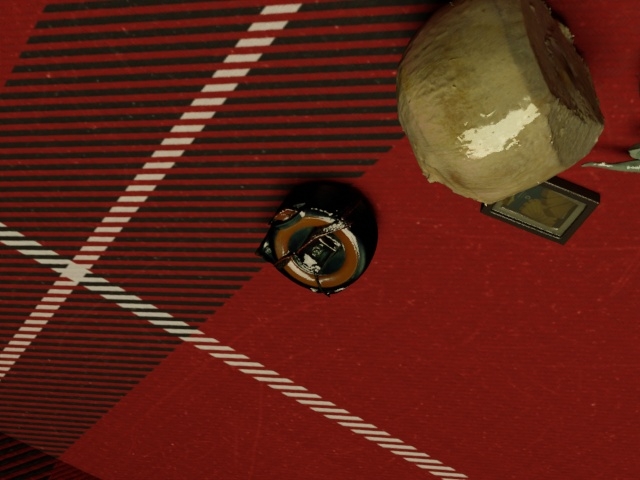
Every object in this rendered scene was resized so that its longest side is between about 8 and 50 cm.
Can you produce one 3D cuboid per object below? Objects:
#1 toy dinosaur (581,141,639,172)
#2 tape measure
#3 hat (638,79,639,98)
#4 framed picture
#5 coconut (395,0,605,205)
[{"bbox_3d":[0.552,-0.130,1.507,0.242,0.053,0.167,-21,134,23],"label":"toy dinosaur"},{"bbox_3d":[0.000,0.000,1.757,0.202,0.135,0.223,32,131,-6],"label":"tape measure"},{"bbox_3d":[0.564,-0.204,1.350,0.193,0.082,0.193,4,139,4],"label":"hat"},{"bbox_3d":[0.386,-0.064,1.655,0.169,0.023,0.128,21,138,-6],"label":"framed picture"},{"bbox_3d":[0.240,-0.205,1.354,0.255,0.297,0.297,-26,124,34],"label":"coconut"}]
